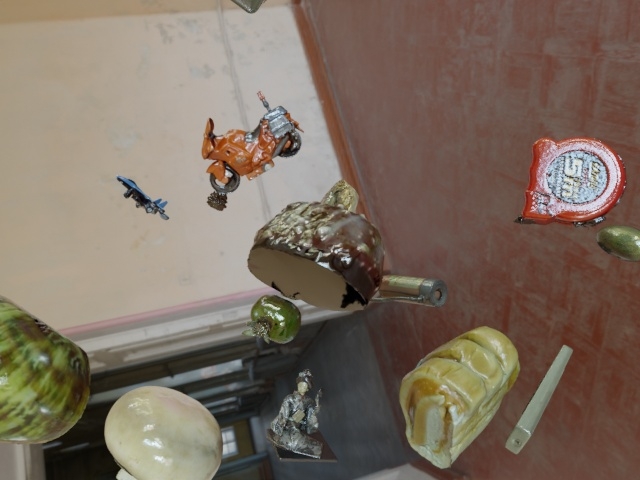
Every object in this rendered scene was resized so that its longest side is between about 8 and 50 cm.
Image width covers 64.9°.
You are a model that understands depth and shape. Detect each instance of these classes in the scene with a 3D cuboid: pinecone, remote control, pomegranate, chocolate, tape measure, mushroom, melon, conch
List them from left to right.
[{"bbox_3d":[-0.377,0.149,0.566,0.188,0.181,0.124,68,-164,15],"label":"conch"},{"bbox_3d":[-0.324,0.411,1.014,0.246,0.202,0.246,40,175,4],"label":"mushroom"},{"bbox_3d":[-0.371,-0.149,1.829,0.077,0.077,0.083,97,180,-48],"label":"pinecone"},{"bbox_3d":[-0.140,0.235,1.447,0.191,0.151,0.131,-39,-29,-70],"label":"pomegranate"},{"bbox_3d":[0.003,0.017,1.189,0.339,0.210,0.225,11,144,34],"label":"chocolate"},{"bbox_3d":[0.530,0.376,1.217,0.038,0.285,0.124,29,145,26],"label":"remote control"},{"bbox_3d":[0.675,-0.150,1.360,0.114,0.260,0.254,18,-99,-68],"label":"tape measure"},{"bbox_3d":[0.865,0.005,1.439,0.162,0.099,0.099,-137,39,-64],"label":"melon"}]

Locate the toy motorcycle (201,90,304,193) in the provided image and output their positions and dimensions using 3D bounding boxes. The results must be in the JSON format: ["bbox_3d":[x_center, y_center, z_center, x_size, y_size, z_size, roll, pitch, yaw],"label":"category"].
[{"bbox_3d":[-0.221,-0.296,1.496,0.221,0.325,0.148,59,-175,-18],"label":"toy motorcycle"}]

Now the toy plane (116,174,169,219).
[{"bbox_3d":[-0.660,-0.158,1.841,0.169,0.078,0.246,23,171,35],"label":"toy plane"}]

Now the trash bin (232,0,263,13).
[{"bbox_3d":[-0.147,-0.648,1.190,0.164,0.122,0.241,-47,21,31],"label":"trash bin"}]

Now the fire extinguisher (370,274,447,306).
[{"bbox_3d":[0.325,0.204,2.097,0.376,0.200,0.113,1,89,53],"label":"fire extinguisher"}]

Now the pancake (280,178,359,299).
[{"bbox_3d":[0.000,0.001,1.481,0.387,0.082,0.387,-52,22,31],"label":"pancake"}]

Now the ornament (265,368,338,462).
[{"bbox_3d":[-0.042,0.431,1.277,0.153,0.166,0.196,-164,83,-70],"label":"ornament"}]

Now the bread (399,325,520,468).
[{"bbox_3d":[0.357,0.365,1.300,0.210,0.341,0.301,36,147,35],"label":"bread"}]
